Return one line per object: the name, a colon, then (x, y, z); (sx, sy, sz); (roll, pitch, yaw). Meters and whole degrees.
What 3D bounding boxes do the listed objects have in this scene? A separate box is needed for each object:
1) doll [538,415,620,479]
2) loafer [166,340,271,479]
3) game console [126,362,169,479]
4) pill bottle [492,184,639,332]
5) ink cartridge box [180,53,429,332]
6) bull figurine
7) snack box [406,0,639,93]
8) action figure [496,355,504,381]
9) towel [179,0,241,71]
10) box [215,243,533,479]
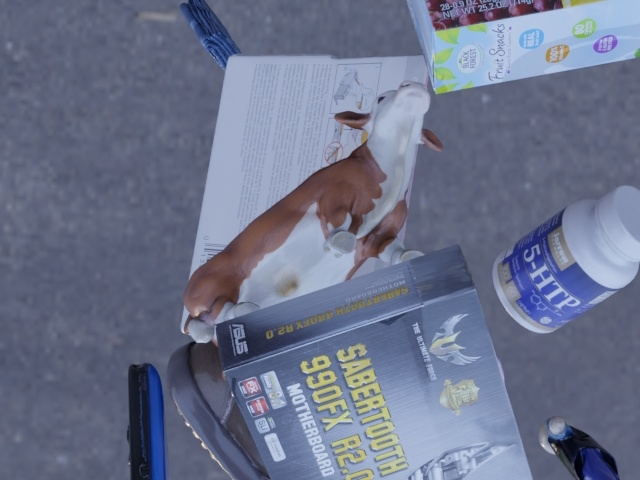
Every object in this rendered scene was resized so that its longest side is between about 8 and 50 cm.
doll: (0.252, 0.212, 1.595); (0.046, 0.189, 0.129); (-42, 113, 3)
loafer: (0.010, 0.223, 1.586); (0.130, 0.134, 0.366); (-37, 100, 17)
game console: (-0.196, 0.275, 1.299); (0.173, 0.250, 0.293); (-3, 139, -5)
pill bottle: (0.296, 0.018, 1.933); (0.112, 0.112, 0.186); (23, 137, -31)
ink cartridge box: (-0.002, -0.037, 1.698); (0.261, 0.296, 0.066); (4, 171, 37)
bull figurine: (0.000, 0.000, 1.474); (0.101, 0.188, 0.310); (41, 106, -20)
snack box: (0.157, -0.199, 1.142); (0.207, 0.175, 0.070); (-9, 144, -3)
action figure: (0.014, 0.276, 1.907); (0.275, 0.370, 0.248); (9, 125, 37)
towel: (-0.117, -0.227, 1.887); (0.029, 0.119, 0.067); (-38, 125, 4)
box: (0.046, 0.130, 1.226); (0.183, 0.056, 0.231); (-18, 127, 2)
